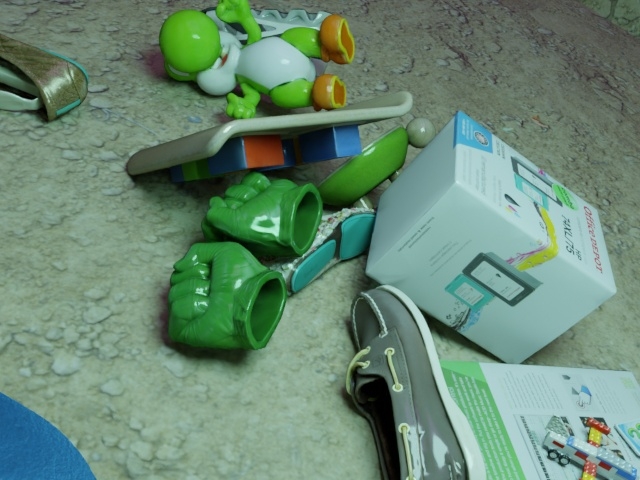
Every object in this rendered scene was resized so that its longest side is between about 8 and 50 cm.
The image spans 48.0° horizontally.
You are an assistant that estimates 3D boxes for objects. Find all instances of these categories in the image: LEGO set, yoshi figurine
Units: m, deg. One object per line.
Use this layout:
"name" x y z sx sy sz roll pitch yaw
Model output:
"LEGO set" 0.371 0.277 0.825 0.244 0.060 0.182 -3 40 -27
"yoshi figurine" -0.136 -0.325 1.270 0.361 0.203 0.204 8 42 19

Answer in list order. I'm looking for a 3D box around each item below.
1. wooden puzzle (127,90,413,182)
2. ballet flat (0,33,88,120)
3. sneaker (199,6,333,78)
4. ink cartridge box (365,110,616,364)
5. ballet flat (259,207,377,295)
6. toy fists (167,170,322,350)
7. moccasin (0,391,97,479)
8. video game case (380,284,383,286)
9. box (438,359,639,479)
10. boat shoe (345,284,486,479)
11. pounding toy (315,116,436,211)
"wooden puzzle" -0.078 -0.142 1.092 0.347 0.081 0.322 -18 9 -34
"ballet flat" -0.547 -0.283 1.157 0.342 0.116 0.124 25 57 0
"sneaker" -0.133 -0.384 1.438 0.330 0.146 0.122 9 5 23
"ink cartridge box" 0.237 0.001 1.019 0.270 0.197 0.198 32 36 -13
"ballet flat" 0.000 0.000 1.061 0.077 0.091 0.241 26 34 29
"toy fists" -0.106 0.018 0.930 0.142 0.096 0.279 1 49 26
"moccasin" -0.320 0.206 0.651 0.342 0.117 0.137 33 27 24
"video game case" 0.175 0.045 1.133 0.143 0.019 0.157 21 38 1
"box" 0.300 0.261 0.902 0.321 0.059 0.232 8 40 -18
"boat shoe" 0.088 0.178 0.862 0.096 0.117 0.324 -2 43 -18
"pounding toy" 0.104 -0.099 1.185 0.110 0.183 0.237 54 40 1
